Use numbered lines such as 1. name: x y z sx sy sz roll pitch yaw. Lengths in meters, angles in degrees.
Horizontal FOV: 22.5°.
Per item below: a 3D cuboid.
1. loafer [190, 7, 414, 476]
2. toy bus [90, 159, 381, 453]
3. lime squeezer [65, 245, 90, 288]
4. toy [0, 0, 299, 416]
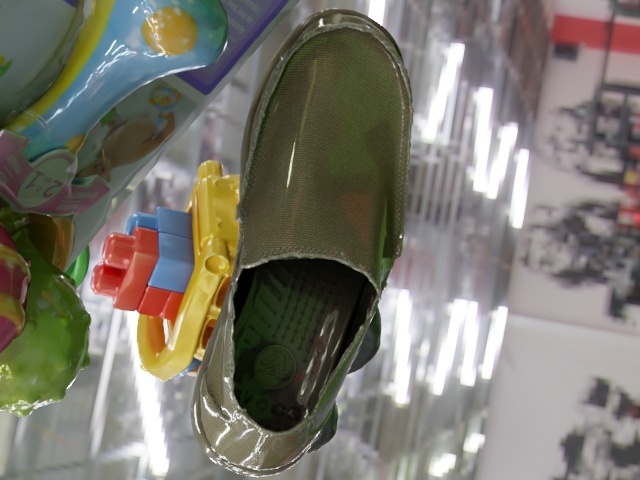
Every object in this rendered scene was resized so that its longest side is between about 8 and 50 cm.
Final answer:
1. loafer: 0.000 0.000 0.487 0.050 0.056 0.148 168 113 -74
2. toy bus: -0.074 0.051 1.226 0.149 0.211 0.220 -100 25 -47
3. lime squeezer: -0.145 0.006 0.865 0.110 0.059 0.310 -41 -4 -37
4. toy: -0.092 0.010 0.434 0.237 0.056 0.137 -53 -25 3
